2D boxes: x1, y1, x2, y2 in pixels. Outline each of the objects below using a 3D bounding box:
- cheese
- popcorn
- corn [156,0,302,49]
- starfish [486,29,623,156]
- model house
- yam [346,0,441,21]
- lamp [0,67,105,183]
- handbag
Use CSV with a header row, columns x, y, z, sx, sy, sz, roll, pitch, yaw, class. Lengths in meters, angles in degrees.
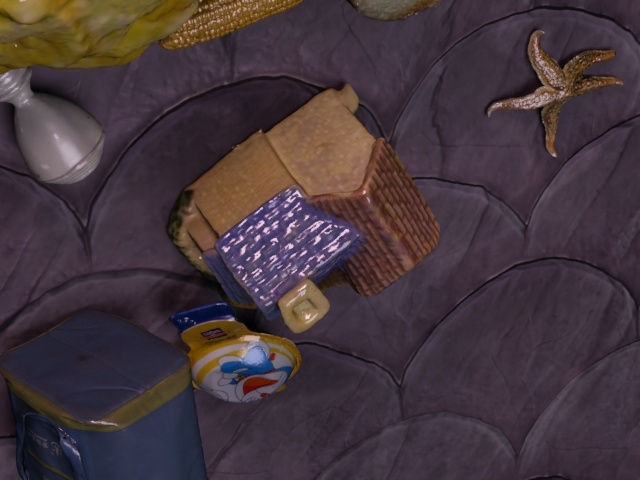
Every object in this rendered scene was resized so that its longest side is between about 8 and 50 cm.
x,y,z,sx,sy,sz,roll,pitch,yaw,class
-0.126,0.159,2.216,0.177,0.069,0.270,-16,144,12,cheese
-0.291,-0.304,1.752,0.334,0.293,0.292,-1,119,-6,popcorn
-0.112,-0.302,1.971,0.238,0.080,0.080,-24,127,-13,corn
0.344,-0.215,2.294,0.224,0.050,0.216,-18,133,-11,starfish
0.000,0.000,2.099,0.321,0.266,0.261,-37,125,-3,model house
0.051,-0.388,1.901,0.161,0.268,0.161,-21,142,-18,yam
-0.344,-0.149,1.931,0.106,0.106,0.193,-39,122,-1,lamp
-0.287,0.251,2.099,0.222,0.263,0.241,-35,131,-39,handbag
